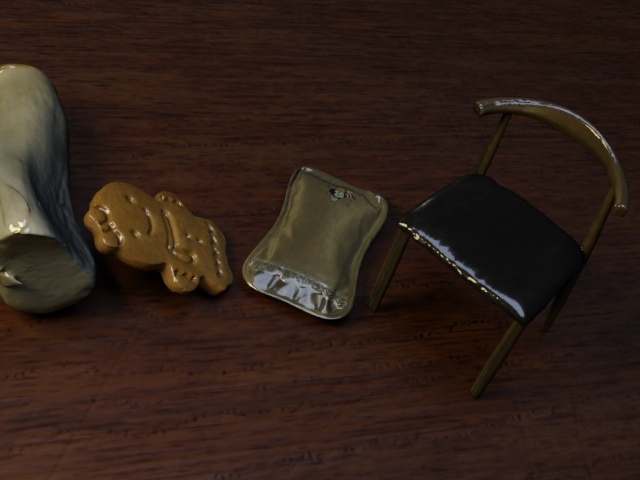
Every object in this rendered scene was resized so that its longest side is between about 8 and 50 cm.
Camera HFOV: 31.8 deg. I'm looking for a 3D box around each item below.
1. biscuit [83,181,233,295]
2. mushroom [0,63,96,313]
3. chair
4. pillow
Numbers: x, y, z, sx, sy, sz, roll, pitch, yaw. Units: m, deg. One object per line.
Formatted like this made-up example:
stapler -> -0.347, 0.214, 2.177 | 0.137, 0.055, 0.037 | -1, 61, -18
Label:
biscuit -> -0.165, -0.007, 1.180 | 0.184, 0.027, 0.133 | 33, 34, -30
mushroom -> -0.303, -0.071, 1.156 | 0.122, 0.159, 0.329 | 3, 44, -23
chair -> 0.186, 0.002, 1.179 | 0.188, 0.272, 0.166 | 39, 47, 18
pillow -> 0.000, 0.000, 1.281 | 0.130, 0.033, 0.217 | 23, 45, 4
